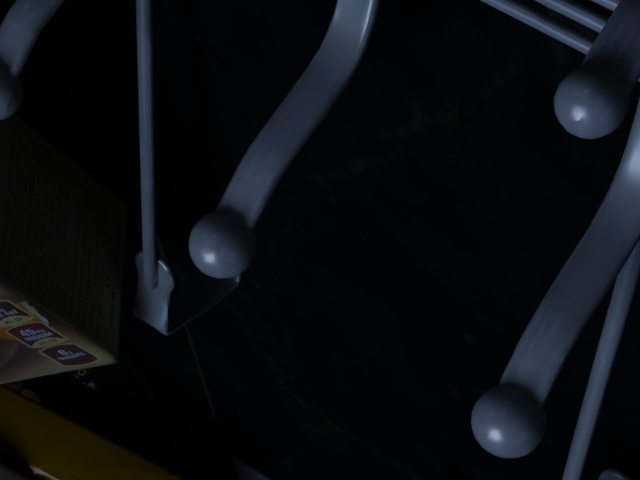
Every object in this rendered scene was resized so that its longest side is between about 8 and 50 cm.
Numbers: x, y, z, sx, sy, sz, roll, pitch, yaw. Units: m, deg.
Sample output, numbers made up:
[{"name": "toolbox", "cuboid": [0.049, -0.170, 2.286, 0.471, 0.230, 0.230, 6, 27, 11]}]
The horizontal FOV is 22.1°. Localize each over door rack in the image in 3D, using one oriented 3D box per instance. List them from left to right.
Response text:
[{"name": "over door rack", "cuboid": [0.000, 0.000, 0.571, 0.239, 0.108, 0.324, 32, 152, 25]}]

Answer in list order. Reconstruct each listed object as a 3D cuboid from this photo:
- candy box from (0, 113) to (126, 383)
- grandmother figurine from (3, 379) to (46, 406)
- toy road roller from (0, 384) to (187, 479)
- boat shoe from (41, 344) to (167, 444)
[{"name": "candy box", "cuboid": [-0.233, -0.027, 0.637, 0.183, 0.087, 0.316, -12, 153, 22]}, {"name": "grandmother figurine", "cuboid": [-0.324, 0.106, 1.227, 0.342, 0.104, 0.208, 17, 116, 49]}, {"name": "toy road roller", "cuboid": [-0.130, 0.239, 0.977, 0.329, 0.202, 0.240, 27, 167, 1]}, {"name": "boat shoe", "cuboid": [-0.141, 0.065, 0.940, 0.133, 0.049, 0.042, 45, 163, 8]}]
